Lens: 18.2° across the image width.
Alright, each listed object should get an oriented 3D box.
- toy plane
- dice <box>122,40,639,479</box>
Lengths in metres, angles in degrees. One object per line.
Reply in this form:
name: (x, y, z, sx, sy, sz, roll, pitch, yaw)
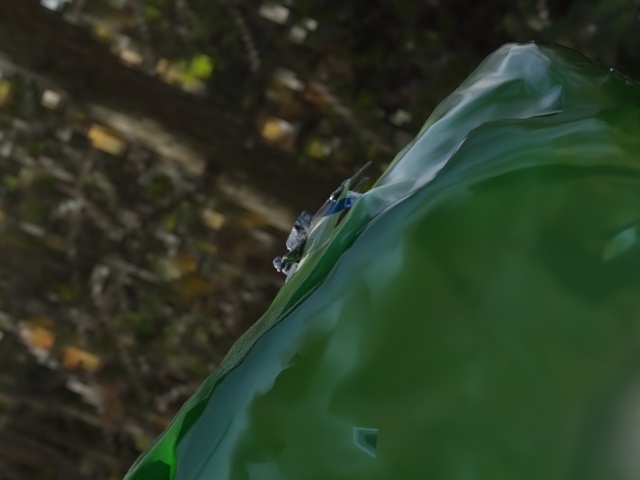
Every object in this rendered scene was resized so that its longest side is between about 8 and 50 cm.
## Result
toy plane: (-0.002, -0.002, 0.908, 0.078, 0.024, 0.084, -44, -4, -47)
dice: (0.080, 0.122, 0.753, 0.300, 0.287, 0.297, -49, -3, -6)
